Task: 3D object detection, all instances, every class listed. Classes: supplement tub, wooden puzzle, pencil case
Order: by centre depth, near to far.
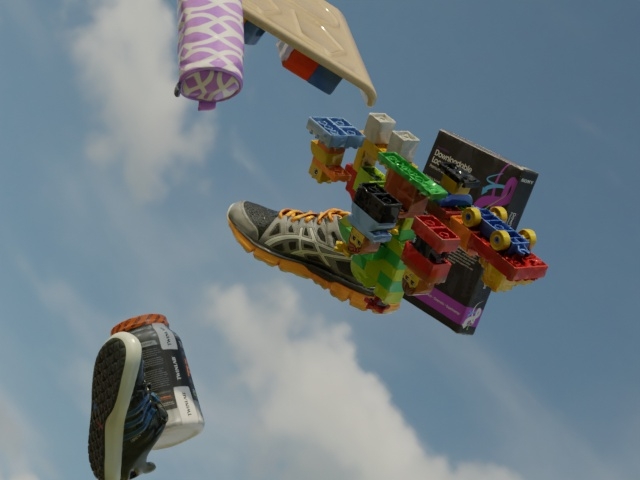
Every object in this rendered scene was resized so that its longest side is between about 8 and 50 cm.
[{"bbox_3d":[-0.139,-0.267,1.671,0.086,0.206,0.088,0,-26,-4],"label":"pencil case"},{"bbox_3d":[-0.255,0.216,2.030,0.117,0.117,0.190,123,-47,-60],"label":"supplement tub"},{"bbox_3d":[-0.075,-0.360,2.112,0.348,0.080,0.322,33,21,-25],"label":"wooden puzzle"}]

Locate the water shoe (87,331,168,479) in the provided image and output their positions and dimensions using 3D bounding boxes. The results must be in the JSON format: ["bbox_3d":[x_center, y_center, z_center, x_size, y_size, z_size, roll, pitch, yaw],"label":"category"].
[{"bbox_3d":[-0.214,0.185,1.506,0.073,0.080,0.203,47,-47,43],"label":"water shoe"}]

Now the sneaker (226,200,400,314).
[{"bbox_3d":[0.000,0.000,1.414,0.215,0.084,0.083,25,-72,15],"label":"sneaker"}]

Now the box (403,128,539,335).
[{"bbox_3d":[0.126,-0.009,1.226,0.116,0.029,0.162,33,-72,46],"label":"box"}]

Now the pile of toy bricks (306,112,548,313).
[{"bbox_3d":[0.050,-0.002,0.937,0.212,0.118,0.105,43,-55,44],"label":"pile of toy bricks"}]
